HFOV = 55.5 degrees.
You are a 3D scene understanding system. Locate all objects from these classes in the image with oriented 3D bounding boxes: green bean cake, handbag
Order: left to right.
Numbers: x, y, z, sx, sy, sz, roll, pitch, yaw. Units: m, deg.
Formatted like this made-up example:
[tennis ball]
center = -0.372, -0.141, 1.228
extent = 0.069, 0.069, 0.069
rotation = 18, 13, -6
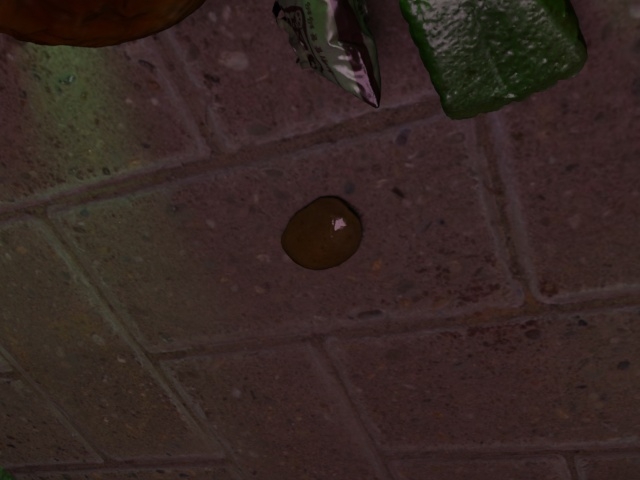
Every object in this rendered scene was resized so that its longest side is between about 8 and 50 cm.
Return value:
[handbag]
center = 0.007, -0.314, 0.901
extent = 0.127, 0.235, 0.213
rotation = -33, 122, -8
[green bean cake]
center = 0.248, -0.323, 0.893
extent = 0.222, 0.125, 0.248
rotation = -19, 122, 25

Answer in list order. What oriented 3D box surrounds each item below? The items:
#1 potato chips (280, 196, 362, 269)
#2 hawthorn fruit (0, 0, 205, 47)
[potato chips]
center = 0.000, 0.000, 1.260
extent = 0.150, 0.049, 0.202
rotation = 45, 131, -13
[hawthorn fruit]
center = -0.321, -0.447, 0.754
extent = 0.472, 0.471, 0.471
rotation = 8, 129, 10
